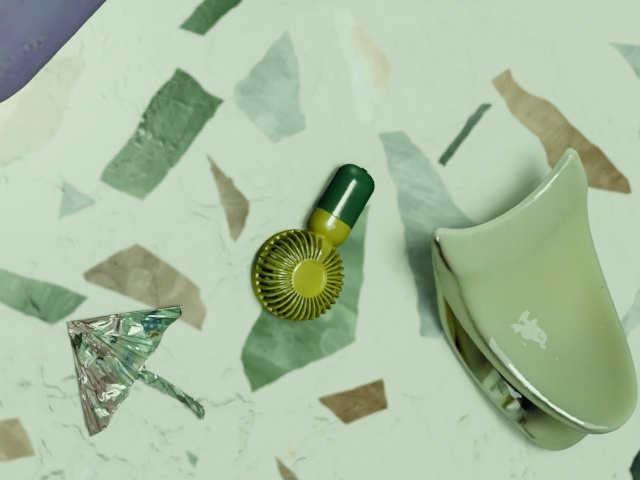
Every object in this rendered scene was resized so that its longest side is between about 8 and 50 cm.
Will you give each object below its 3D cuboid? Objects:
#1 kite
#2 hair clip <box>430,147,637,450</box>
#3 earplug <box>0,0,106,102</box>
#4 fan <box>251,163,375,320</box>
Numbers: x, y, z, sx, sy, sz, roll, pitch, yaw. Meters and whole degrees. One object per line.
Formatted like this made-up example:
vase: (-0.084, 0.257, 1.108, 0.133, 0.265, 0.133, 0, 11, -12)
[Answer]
kite: (-0.160, 0.113, 1.562, 0.157, 0.011, 0.139, 35, 83, -22)
hair clip: (0.208, 0.074, 1.682, 0.172, 0.113, 0.282, -32, 102, -19)
earplug: (-0.200, -0.295, 1.403, 0.215, 0.215, 0.456, 42, 81, -22)
fan: (0.000, 0.000, 1.608, 0.082, 0.039, 0.155, 33, 80, -24)
